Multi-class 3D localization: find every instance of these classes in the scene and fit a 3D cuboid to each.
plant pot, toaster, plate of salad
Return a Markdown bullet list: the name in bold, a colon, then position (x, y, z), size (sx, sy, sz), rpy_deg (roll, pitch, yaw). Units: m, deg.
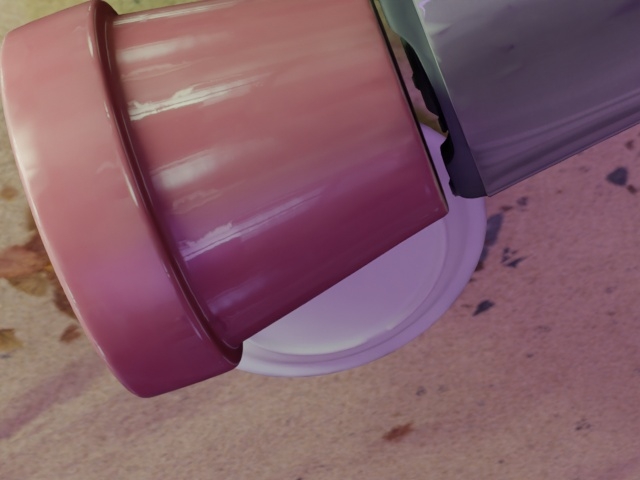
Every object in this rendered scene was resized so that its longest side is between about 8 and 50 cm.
- **plant pot**: position (-0.040, -0.043, 0.963), size (0.180, 0.201, 0.201), rpy_deg (-21, 137, 5)
- **toaster**: position (0.100, -0.136, 0.946), size (0.146, 0.129, 0.227), rpy_deg (-21, 134, 5)
- **plate of salad**: position (0.000, 0.000, 1.129), size (0.200, 0.048, 0.199), rpy_deg (-9, 129, -11)
